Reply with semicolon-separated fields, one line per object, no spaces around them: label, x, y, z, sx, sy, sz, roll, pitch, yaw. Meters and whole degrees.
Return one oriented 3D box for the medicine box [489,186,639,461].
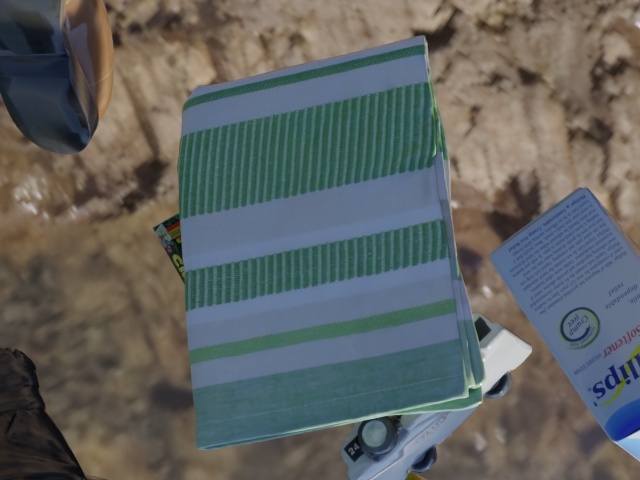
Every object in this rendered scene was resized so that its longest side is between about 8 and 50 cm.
medicine box;0.371;0.120;1.966;0.149;0.289;0.263;-38;150;10

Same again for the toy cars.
toy cars;0.061;0.203;1.486;0.176;0.087;0.394;-17;141;-36

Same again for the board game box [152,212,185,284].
board game box;-0.017;-0.016;1.539;0.259;0.030;0.136;-32;91;-27

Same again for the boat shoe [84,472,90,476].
boat shoe;-0.327;0.352;1.128;0.500;0.156;0.187;-41;145;-1

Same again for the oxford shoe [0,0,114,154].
oxford shoe;-0.167;-0.155;0.970;0.212;0.076;0.076;84;24;-45

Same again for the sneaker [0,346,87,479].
sneaker;-0.213;0.140;0.818;0.109;0.130;0.286;-46;164;31

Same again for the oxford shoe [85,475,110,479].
oxford shoe;-0.109;0.201;0.947;0.096;0.227;0.083;23;91;-36

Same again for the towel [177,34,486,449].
towel;0.000;0.000;1.384;0.247;0.325;0.038;-11;161;13
